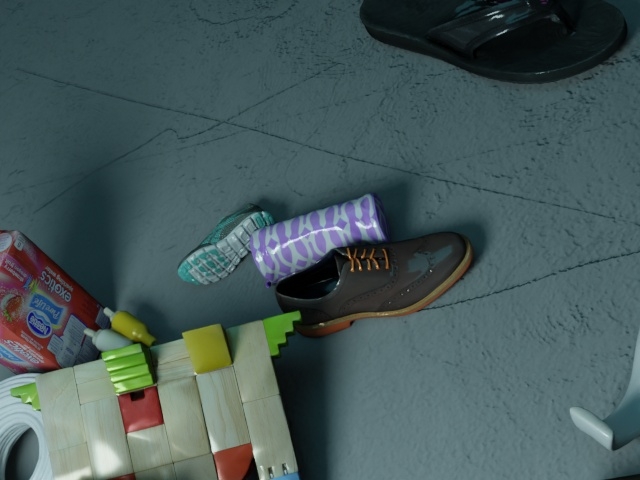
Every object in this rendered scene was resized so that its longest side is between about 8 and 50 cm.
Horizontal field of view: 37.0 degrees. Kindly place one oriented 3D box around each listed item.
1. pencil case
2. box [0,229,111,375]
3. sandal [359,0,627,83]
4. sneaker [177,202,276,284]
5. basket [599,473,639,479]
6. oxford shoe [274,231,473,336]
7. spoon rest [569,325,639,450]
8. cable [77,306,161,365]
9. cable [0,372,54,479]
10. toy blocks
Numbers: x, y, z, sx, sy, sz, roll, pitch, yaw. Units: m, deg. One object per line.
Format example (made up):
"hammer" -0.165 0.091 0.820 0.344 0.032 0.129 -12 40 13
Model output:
"pencil case" 0.000 0.000 1.350 0.206 0.086 0.088 -18 83 17
"box" -0.430 0.102 1.379 0.123 0.257 0.128 1 58 25
"sandal" 0.237 -0.343 1.453 0.446 0.107 0.167 18 67 35
"sneaker" -0.145 0.003 1.445 0.166 0.065 0.076 -33 33 -2
"basket" 0.342 0.303 0.926 0.227 0.154 0.204 -7 54 27
"oxford shoe" 0.069 0.047 1.269 0.271 0.098 0.097 -24 50 10
"spoon rest" 0.390 0.137 1.073 0.276 0.084 0.137 -37 49 -19
"cable" -0.221 0.182 1.339 0.287 0.072 0.139 9 68 31
"cable" -0.409 0.305 1.319 0.257 0.089 0.257 11 71 29
"toy blocks" -0.179 0.264 1.190 0.381 0.191 0.261 -13 77 -3
